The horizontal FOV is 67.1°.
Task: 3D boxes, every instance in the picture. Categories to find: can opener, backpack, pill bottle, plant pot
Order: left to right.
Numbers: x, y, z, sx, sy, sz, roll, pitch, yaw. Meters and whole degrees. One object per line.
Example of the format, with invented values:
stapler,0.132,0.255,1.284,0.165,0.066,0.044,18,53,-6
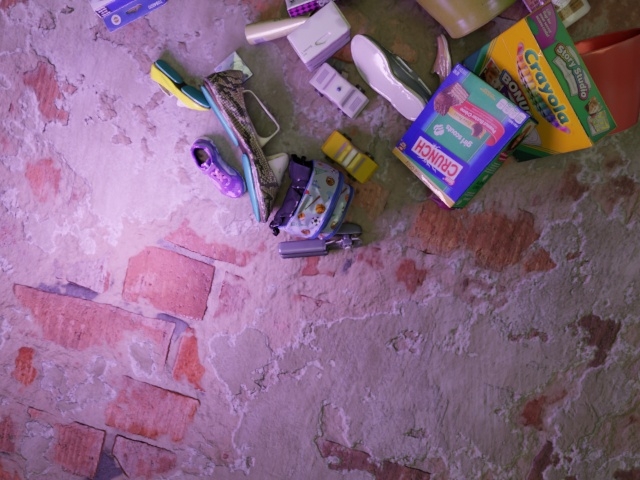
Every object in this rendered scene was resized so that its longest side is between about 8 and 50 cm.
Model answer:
backpack,-0.023,-0.117,1.461,0.212,0.263,0.277,18,91,-7
can opener,0.000,0.000,1.609,0.283,0.076,0.095,-5,69,5
plant pot,0.370,-0.763,1.299,0.366,0.366,0.353,-36,109,10
pill bottle,0.649,-0.712,1.375,0.131,0.131,0.229,-35,97,10
plant pot,0.777,-0.435,1.369,0.274,0.275,0.243,-16,111,7

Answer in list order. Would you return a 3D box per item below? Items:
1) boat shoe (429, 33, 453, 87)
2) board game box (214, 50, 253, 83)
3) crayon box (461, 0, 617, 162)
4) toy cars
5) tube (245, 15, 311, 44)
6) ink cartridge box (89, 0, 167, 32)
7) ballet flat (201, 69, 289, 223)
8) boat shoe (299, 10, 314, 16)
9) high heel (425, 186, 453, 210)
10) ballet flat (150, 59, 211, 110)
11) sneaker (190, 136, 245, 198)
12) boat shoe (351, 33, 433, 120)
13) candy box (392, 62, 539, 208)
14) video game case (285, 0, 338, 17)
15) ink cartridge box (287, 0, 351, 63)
boat shoe,0.368,-0.525,1.470,0.072,0.068,0.190,-10,101,18
board game box,-0.275,-0.535,1.532,0.090,0.020,0.090,-37,98,10
crayon box,0.589,-0.413,1.341,0.106,0.313,0.363,-34,97,-8
toy cars,0.075,-0.363,1.508,0.176,0.087,0.394,-9,101,5
tube,-0.109,-0.641,1.444,0.239,0.062,0.070,-2,64,23
ink cartridge box,-0.621,-0.799,1.489,0.223,0.045,0.224,-23,99,8
ballet flat,-0.201,-0.301,1.512,0.181,0.164,0.484,-23,101,-10
boat shoe,-0.018,-0.737,1.451,0.059,0.063,0.170,40,102,-10
high heel,0.432,-0.218,1.531,0.117,0.082,0.244,23,91,-27
ballet flat,-0.449,-0.475,1.538,0.231,0.077,0.077,41,122,-2
sneaker,-0.340,-0.229,1.557,0.095,0.104,0.236,-38,98,9
boat shoe,0.222,-0.509,1.482,0.319,0.116,0.099,48,58,1
candy box,0.404,-0.294,1.391,0.268,0.122,0.317,50,119,26
video game case,-0.002,-0.771,1.403,0.231,0.042,0.211,-17,67,7
ink cartridge box,0.001,-0.585,1.401,0.160,0.219,0.093,-35,98,9
